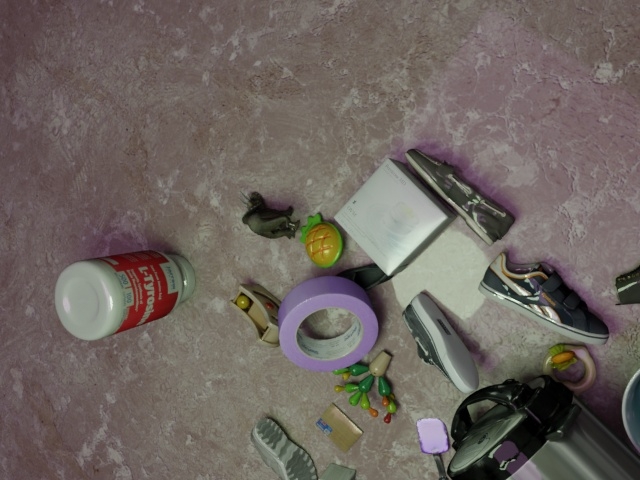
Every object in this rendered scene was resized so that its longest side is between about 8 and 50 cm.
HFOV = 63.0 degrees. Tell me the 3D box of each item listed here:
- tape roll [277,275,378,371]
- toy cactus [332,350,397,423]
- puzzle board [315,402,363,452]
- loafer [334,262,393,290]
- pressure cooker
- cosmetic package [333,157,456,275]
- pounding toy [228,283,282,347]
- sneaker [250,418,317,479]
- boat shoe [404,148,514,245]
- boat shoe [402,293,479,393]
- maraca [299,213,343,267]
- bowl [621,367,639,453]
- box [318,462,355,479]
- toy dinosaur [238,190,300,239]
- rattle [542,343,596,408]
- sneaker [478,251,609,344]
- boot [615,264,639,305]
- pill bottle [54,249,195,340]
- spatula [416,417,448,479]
[{"bbox_3d":[0.019,0.236,1.463,0.274,0.090,0.275,-3,121,-6],"label":"tape roll"},{"bbox_3d":[0.148,0.406,1.519,0.219,0.112,0.181,34,88,19],"label":"toy cactus"},{"bbox_3d":[0.057,0.576,1.606,0.128,0.011,0.096,41,110,15],"label":"puzzle board"},{"bbox_3d":[0.103,0.115,1.507,0.223,0.078,0.076,-21,86,23],"label":"loafer"},{"bbox_3d":[0.503,0.524,1.217,0.420,0.375,0.370,46,104,15],"label":"pressure cooker"},{"bbox_3d":[0.202,-0.064,1.415,0.224,0.138,0.225,47,108,15],"label":"cosmetic package"},{"bbox_3d":[-0.176,0.269,1.598,0.269,0.154,0.155,38,107,16],"label":"pounding toy"},{"bbox_3d":[-0.118,0.692,1.662,0.281,0.105,0.115,53,141,8],"label":"sneaker"},{"bbox_3d":[0.362,-0.134,1.369,0.095,0.112,0.335,-43,83,7],"label":"boat shoe"},{"bbox_3d":[0.305,0.283,1.380,0.102,0.108,0.301,-52,46,28],"label":"boat shoe"},{"bbox_3d":[0.000,0.000,1.535,0.127,0.099,0.186,-54,49,15],"label":"maraca"},{"bbox_3d":[0.843,0.367,1.175,0.311,0.163,0.312,2,96,22],"label":"bowl"},{"bbox_3d":[0.047,0.751,1.577,0.087,0.102,0.101,7,99,24],"label":"box"},{"bbox_3d":[-0.153,-0.049,1.532,0.160,0.313,0.121,2,110,-15],"label":"toy dinosaur"},{"bbox_3d":[0.623,0.363,1.285,0.130,0.143,0.200,0,89,4],"label":"rattle"},{"bbox_3d":[0.563,0.137,1.292,0.321,0.126,0.128,26,110,20],"label":"sneaker"},{"bbox_3d":[0.761,0.062,1.234,0.137,0.077,0.198,-8,91,28],"label":"boot"},{"bbox_3d":[-0.579,0.150,1.618,0.228,0.407,0.229,2,96,22],"label":"pill bottle"},{"bbox_3d":[0.342,0.655,1.483,0.084,0.030,0.297,-14,89,21],"label":"spatula"}]
